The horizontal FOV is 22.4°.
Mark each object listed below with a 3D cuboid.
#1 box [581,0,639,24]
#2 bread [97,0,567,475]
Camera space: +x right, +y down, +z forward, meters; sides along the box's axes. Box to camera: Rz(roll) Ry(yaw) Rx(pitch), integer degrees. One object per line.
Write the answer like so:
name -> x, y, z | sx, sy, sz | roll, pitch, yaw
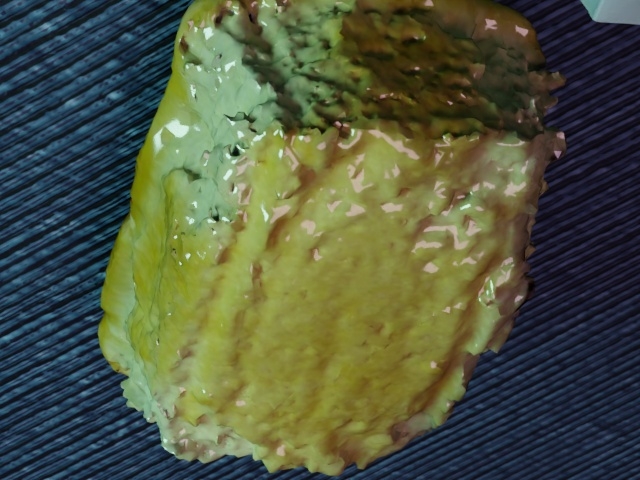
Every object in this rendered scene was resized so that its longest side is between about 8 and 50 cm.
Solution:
box -> 0.230, -0.159, 0.658 | 0.243, 0.067, 0.155 | 0, 136, -22
bread -> 0.000, 0.000, 0.701 | 0.174, 0.121, 0.245 | 6, 137, -14
